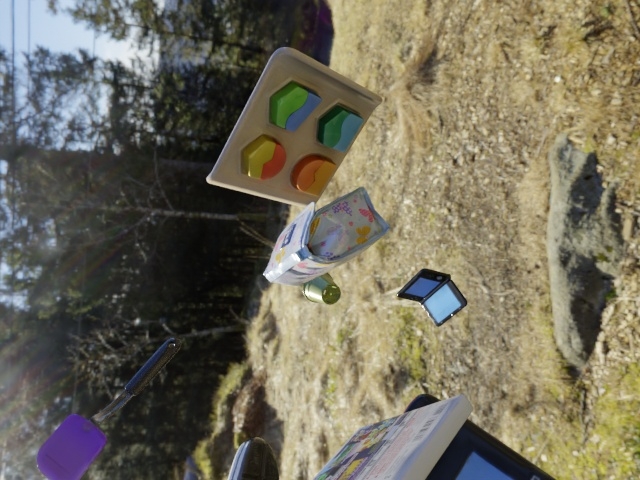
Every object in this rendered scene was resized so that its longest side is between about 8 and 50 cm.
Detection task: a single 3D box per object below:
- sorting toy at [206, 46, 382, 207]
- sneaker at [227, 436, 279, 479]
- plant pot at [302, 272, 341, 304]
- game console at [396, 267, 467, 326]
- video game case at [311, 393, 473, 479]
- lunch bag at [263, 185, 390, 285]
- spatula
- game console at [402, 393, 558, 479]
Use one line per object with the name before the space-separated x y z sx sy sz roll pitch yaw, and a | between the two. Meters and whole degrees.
sorting toy | -0.028 -0.135 0.702 0.208 0.193 0.038 -54 50 23
sneaker | -0.256 0.694 1.207 0.257 0.169 0.447 -14 50 29
plant pot | 0.011 0.120 1.243 0.079 0.083 0.083 22 107 63
game console | 0.245 0.129 1.148 0.122 0.107 0.071 125 153 -47
video game case | 0.044 0.241 0.523 0.023 0.201 0.183 55 135 4
lunch bag | 0.000 0.000 0.407 0.053 0.083 0.071 56 145 3
spatula | -0.342 0.271 0.877 0.296 0.084 0.030 -49 -15 -43
game console | 0.207 0.453 0.687 0.342 0.386 0.060 -57 -24 -5
